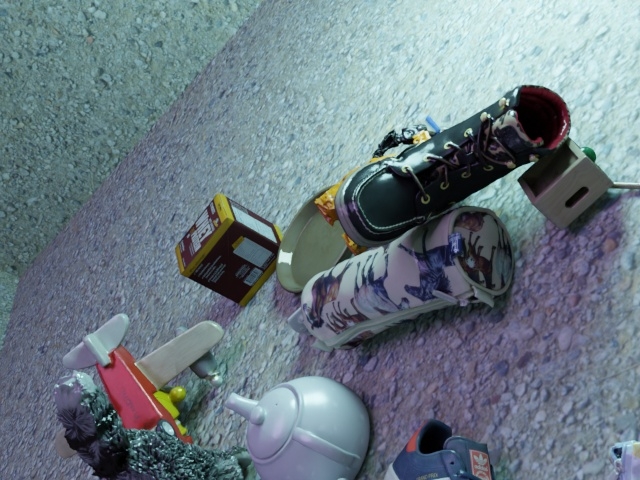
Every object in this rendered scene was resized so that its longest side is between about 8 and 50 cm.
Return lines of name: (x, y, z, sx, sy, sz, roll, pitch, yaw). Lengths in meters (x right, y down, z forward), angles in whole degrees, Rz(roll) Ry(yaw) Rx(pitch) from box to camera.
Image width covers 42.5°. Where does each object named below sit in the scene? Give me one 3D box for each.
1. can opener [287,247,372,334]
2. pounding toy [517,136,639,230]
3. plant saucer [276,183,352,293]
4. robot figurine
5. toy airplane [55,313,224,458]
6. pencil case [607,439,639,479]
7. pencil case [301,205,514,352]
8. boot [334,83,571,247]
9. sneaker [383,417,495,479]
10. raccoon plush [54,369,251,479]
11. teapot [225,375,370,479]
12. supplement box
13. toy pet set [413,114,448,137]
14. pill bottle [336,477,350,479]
can opener: (0.035, 0.098, 1.713, 0.280, 0.074, 0.093, -43, 33, 25)
pounding toy: (0.415, -0.093, 1.325, 0.141, 0.100, 0.130, -45, 19, 18)
plant saucer: (0.000, 0.000, 1.884, 0.278, 0.041, 0.278, -36, 37, 34)
robot figurine: (0.146, -0.105, 1.622, 0.291, 0.085, 0.211, -35, 55, -4)
toy airplane: (-0.428, 0.364, 1.966, 0.386, 0.272, 0.384, 5, 78, 22)
pencil case: (0.380, 0.366, 0.928, 0.113, 0.124, 0.273, -21, 48, 46)
pencil case: (0.143, 0.082, 1.486, 0.410, 0.160, 0.183, -27, 30, 42)
boot: (0.219, -0.125, 1.337, 0.284, 0.377, 0.138, -29, 85, 44)
sneaker: (0.212, 0.368, 1.161, 0.148, 0.131, 0.350, -62, 30, 4)
raccoon plush: (-0.291, 0.394, 1.603, 0.216, 0.446, 0.299, -13, 13, 21)
teapot: (-0.044, 0.349, 1.497, 0.256, 0.187, 0.252, -40, 34, 27)
supplement box: (-0.220, 0.024, 2.032, 0.191, 0.194, 0.129, -50, 31, 15)
toy pet set: (0.232, -0.193, 1.719, 0.122, 0.065, 0.114, -46, 68, 26)
pill bottle: (-0.004, 0.491, 1.388, 0.186, 0.112, 0.112, -48, 32, 19)
